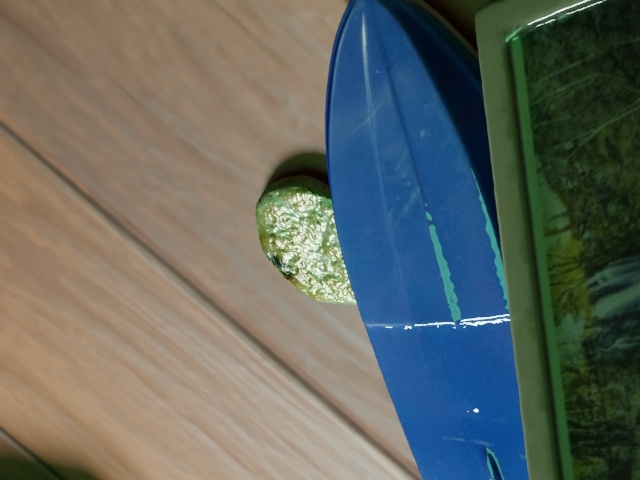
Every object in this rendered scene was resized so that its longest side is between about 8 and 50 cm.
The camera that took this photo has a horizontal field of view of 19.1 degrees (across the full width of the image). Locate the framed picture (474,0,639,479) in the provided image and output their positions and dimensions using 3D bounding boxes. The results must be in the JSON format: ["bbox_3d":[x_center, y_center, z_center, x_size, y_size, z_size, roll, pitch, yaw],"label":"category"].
[{"bbox_3d":[0.170,0.023,0.742,0.020,0.324,0.240,8,162,-45],"label":"framed picture"}]

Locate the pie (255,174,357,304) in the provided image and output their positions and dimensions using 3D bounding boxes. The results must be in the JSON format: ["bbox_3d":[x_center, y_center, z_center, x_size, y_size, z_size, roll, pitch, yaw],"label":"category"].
[{"bbox_3d":[0.000,0.000,0.997,0.085,0.017,0.085,19,136,19],"label":"pie"}]

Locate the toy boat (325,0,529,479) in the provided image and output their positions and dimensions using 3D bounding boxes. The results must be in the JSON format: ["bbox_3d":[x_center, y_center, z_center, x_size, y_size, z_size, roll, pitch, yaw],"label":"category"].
[{"bbox_3d":[0.073,0.010,0.918,0.129,0.088,0.295,-6,114,37],"label":"toy boat"}]
